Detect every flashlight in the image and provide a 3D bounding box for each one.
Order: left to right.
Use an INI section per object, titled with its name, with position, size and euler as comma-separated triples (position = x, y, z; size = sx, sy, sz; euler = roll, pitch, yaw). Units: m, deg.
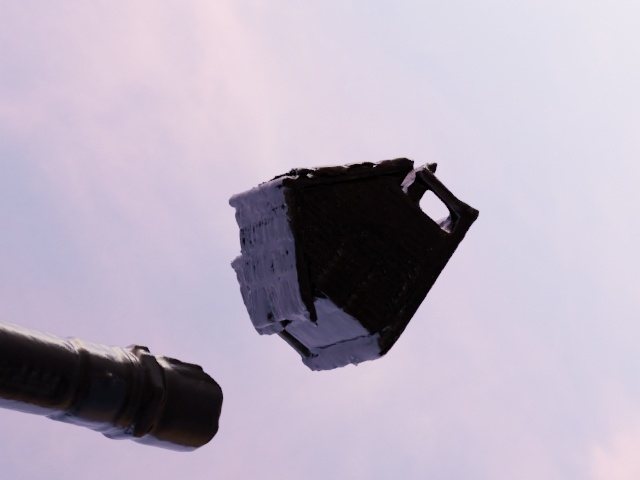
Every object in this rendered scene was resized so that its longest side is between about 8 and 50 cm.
[flashlight]
position = -0.267, 0.134, 1.027
size = 0.424, 0.103, 0.103
euler = 24, -119, -48

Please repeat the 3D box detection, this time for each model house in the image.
[model house]
position = 0.000, 0.000, 1.500
size = 0.282, 0.317, 0.297
euler = 34, -112, -17
